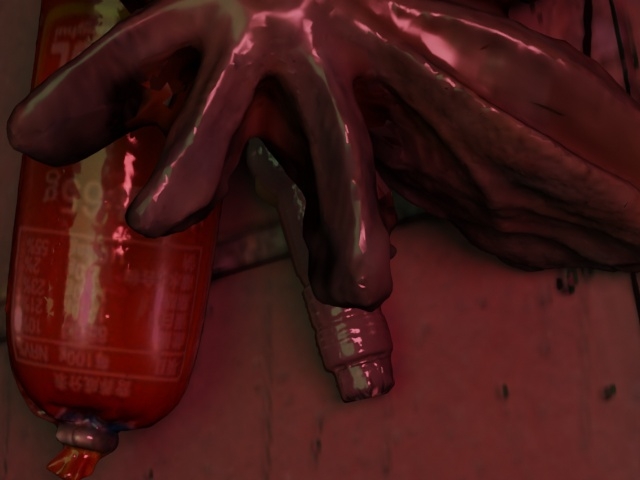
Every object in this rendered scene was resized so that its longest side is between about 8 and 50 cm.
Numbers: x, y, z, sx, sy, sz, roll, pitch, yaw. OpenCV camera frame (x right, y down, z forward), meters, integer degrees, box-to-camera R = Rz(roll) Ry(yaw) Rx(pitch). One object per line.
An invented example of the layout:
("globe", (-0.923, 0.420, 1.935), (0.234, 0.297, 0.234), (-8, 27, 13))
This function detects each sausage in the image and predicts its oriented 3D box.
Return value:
("sausage", (-0.064, -0.054, 0.682), (0.074, 0.074, 0.274), (7, 90, 36))

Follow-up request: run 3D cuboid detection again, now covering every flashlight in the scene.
("flashlight", (0.000, 0.000, 0.655), (0.031, 0.052, 0.110), (141, 115, -66))

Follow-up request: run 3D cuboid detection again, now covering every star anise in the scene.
("star anise", (0.009, -0.074, 0.584), (0.257, 0.110, 0.198), (13, 74, 2))
